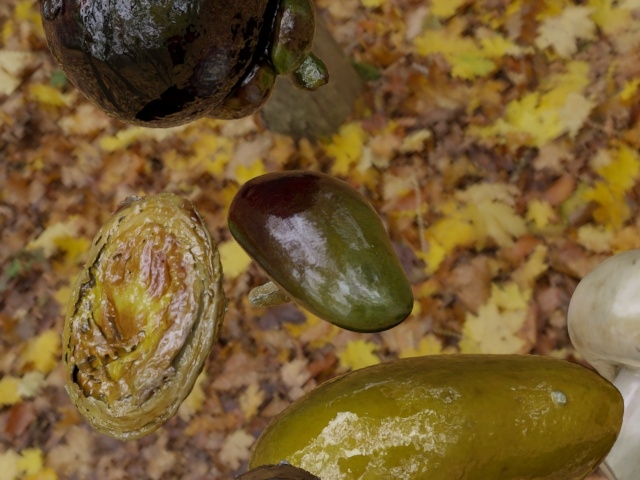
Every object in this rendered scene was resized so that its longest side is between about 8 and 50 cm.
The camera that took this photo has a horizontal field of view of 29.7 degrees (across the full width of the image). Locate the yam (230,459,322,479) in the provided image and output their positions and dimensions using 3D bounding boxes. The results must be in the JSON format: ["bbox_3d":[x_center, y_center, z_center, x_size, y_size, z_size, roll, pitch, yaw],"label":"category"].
[{"bbox_3d":[-0.034,0.238,0.962,0.131,0.279,0.131,0,81,-3],"label":"yam"}]

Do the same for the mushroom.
[{"bbox_3d":[0.517,0.173,1.807,0.353,0.353,0.325,-32,68,11],"label":"mushroom"}]

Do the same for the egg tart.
[{"bbox_3d":[-0.188,0.084,1.364,0.297,0.132,0.297,-21,61,42],"label":"egg tart"}]

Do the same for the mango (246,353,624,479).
[{"bbox_3d":[0.137,0.242,1.400,0.445,0.301,0.220,-19,56,-5],"label":"mango"}]

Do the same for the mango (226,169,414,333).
[{"bbox_3d":[0.000,0.000,1.250,0.133,0.111,0.267,-27,44,-23],"label":"mango"}]

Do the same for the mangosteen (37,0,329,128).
[{"bbox_3d":[-0.152,-0.276,1.319,0.314,0.297,0.297,-22,41,-11],"label":"mangosteen"}]

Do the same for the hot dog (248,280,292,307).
[{"bbox_3d":[-0.054,0.071,1.671,0.090,0.034,0.030,-25,34,8],"label":"hot dog"}]
